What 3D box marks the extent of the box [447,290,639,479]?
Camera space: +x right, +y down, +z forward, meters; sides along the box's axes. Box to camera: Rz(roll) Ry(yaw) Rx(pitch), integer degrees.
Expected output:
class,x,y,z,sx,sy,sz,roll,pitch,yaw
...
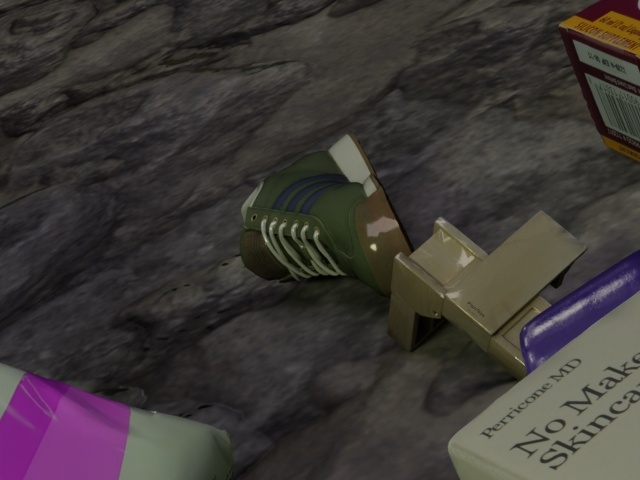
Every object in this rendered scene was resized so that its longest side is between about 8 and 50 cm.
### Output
class,x,y,z,sx,sy,sz,roll,pitch,yaw
box,0.167,0.105,0.616,0.113,0.094,0.275,-36,26,-20

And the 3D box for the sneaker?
class,x,y,z,sx,sy,sz,roll,pitch,yaw
sneaker,0.000,0.000,1.042,0.086,0.064,0.192,-26,18,1

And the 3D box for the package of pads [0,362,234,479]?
class,x,y,z,sx,sy,sz,roll,pitch,yaw
package of pads,-0.198,0.119,0.604,0.296,0.101,0.229,17,38,2

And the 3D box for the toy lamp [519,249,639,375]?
class,x,y,z,sx,sy,sz,roll,pitch,yaw
toy lamp,0.216,0.014,0.781,0.274,0.080,0.080,-18,24,10

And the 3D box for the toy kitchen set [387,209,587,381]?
class,x,y,z,sx,sy,sz,roll,pitch,yaw
toy kitchen set,0.086,0.031,0.930,0.083,0.075,0.068,40,65,21

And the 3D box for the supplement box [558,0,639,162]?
class,x,y,z,sx,sy,sz,roll,pitch,yaw
supplement box,0.236,-0.114,1.018,0.188,0.081,0.104,-30,24,-10
